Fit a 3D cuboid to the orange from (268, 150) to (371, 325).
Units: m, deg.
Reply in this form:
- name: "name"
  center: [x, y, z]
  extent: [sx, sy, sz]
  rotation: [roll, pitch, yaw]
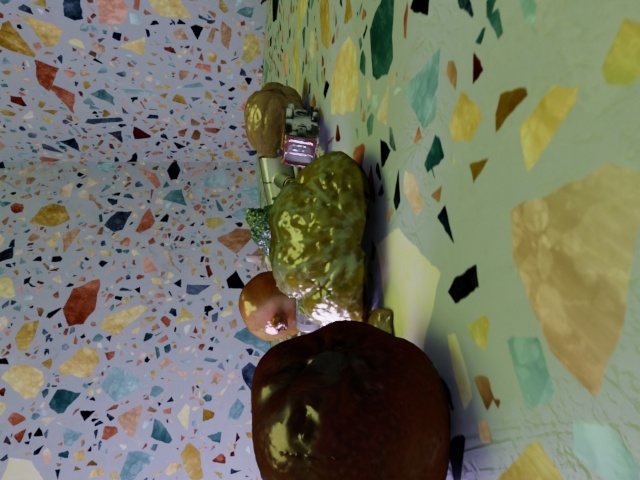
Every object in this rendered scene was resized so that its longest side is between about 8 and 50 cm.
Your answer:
- name: "orange"
  center: [0.000, 0.000, 0.943]
  extent: [0.271, 0.210, 0.368]
  rotation: [171, 100, -81]

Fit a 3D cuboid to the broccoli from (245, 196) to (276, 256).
- name: "broccoli"
  center: [-0.101, -0.045, 1.447]
  extent: [0.269, 0.261, 0.241]
  rotation: [-9, -52, -64]

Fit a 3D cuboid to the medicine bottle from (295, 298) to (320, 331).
- name: "medicine bottle"
  center: [-0.039, 0.211, 1.459]
  extent: [0.079, 0.079, 0.140]
  rotation: [-131, 41, -72]

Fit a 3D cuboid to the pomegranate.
- name: "pomegranate"
  center: [-0.148, 0.228, 1.572]
  extent: [0.270, 0.252, 0.229]
  rotation: [-137, 41, -67]

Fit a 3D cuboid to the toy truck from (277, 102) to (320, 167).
- name: "toy truck"
  center: [-0.063, -0.307, 1.352]
  extent: [0.270, 0.114, 0.135]
  rotation: [-93, 11, -55]

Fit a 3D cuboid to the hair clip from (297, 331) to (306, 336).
- name: "hair clip"
  center: [-0.071, 0.347, 1.750]
  extent: [0.226, 0.034, 0.072]
  rotation: [-120, 34, -70]

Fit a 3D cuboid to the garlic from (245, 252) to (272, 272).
- name: "garlic"
  center: [-0.204, 0.069, 1.920]
  extent: [0.218, 0.212, 0.218]
  rotation: [176, 90, -84]

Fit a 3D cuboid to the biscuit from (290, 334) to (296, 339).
- name: "biscuit"
  center: [-0.101, 0.471, 1.931]
  extent: [0.234, 0.030, 0.153]
  rotation: [-128, 36, -71]

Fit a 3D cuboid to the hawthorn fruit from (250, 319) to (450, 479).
- name: "hawthorn fruit"
  center: [0.043, 0.256, 0.657]
  extent: [0.311, 0.295, 0.295]
  rotation: [64, -167, -54]

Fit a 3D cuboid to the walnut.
- name: "walnut"
  center: [-0.153, -0.408, 1.609]
  extent: [0.257, 0.257, 0.224]
  rotation: [102, -166, -50]

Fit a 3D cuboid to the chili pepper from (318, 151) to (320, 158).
- name: "chili pepper"
  center: [0.008, -0.159, 1.303]
  extent: [0.045, 0.027, 0.178]
  rotation: [-161, 70, -82]

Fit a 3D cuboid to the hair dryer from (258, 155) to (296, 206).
- name: "hair dryer"
  center: [-0.129, -0.206, 1.661]
  extent: [0.362, 0.128, 0.203]
  rotation: [-137, 37, -70]

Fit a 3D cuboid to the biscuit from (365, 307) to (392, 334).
- name: "biscuit"
  center: [0.108, 0.244, 0.875]
  extent: [0.176, 0.031, 0.228]
  rotation: [137, 131, -76]
